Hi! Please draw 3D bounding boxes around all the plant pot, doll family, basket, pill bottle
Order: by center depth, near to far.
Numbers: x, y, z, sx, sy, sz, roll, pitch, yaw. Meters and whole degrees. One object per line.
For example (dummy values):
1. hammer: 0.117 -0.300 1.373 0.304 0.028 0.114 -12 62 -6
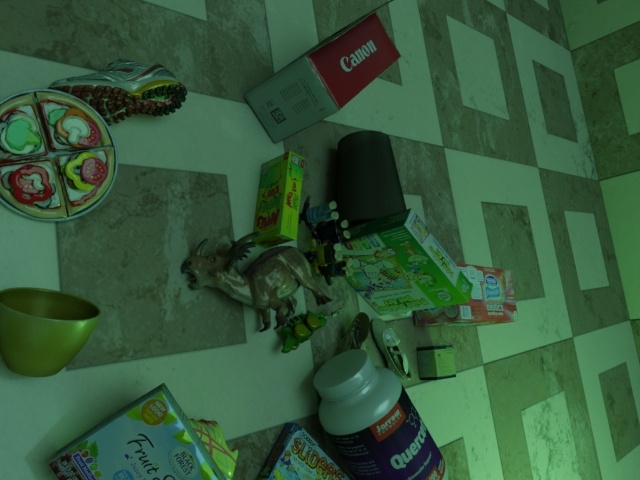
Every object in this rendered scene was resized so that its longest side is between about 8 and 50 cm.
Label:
1. plant pot: -0.384 0.131 0.767 0.134 0.134 0.095 11 97 -42
2. pill bottle: 0.117 0.388 1.134 0.181 0.182 0.322 -43 109 -43
3. doll family: 0.000 0.000 1.188 0.076 0.111 0.192 6 79 -46
4. basket: 0.112 -0.130 1.309 0.204 0.154 0.226 9 68 -41

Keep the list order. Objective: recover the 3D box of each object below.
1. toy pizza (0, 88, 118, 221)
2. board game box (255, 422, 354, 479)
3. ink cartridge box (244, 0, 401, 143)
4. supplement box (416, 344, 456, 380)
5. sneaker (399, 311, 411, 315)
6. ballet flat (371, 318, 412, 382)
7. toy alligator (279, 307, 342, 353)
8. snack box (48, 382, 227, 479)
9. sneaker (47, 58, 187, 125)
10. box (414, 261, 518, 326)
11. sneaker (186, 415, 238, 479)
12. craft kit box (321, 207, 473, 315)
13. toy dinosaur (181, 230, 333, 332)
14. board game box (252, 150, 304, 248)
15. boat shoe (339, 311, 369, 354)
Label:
1. toy pizza: -0.404 -0.129 0.842 0.201 0.032 0.201 -2 94 -38
2. board game box: -0.026 0.469 1.074 0.201 0.035 0.136 51 49 -22
3. ink cartridge box: 0.035 -0.373 1.210 0.130 0.272 0.309 56 47 -17
4. supplement box: 0.297 0.312 1.423 0.083 0.056 0.083 6 74 -44
5. sneaker: 0.201 0.106 1.398 0.071 0.068 0.169 17 66 -66
6. ballet flat: 0.174 0.257 1.321 0.057 0.052 0.168 -29 99 -45
7. toy alligator: -0.028 0.170 1.148 0.051 0.056 0.190 44 43 15
8. snack box: -0.247 0.341 0.796 0.175 0.070 0.207 -31 94 -13
9. sneaker: -0.348 -0.256 0.948 0.225 0.088 0.092 -17 61 -40
10. box: 0.391 0.151 1.501 0.300 0.142 0.154 7 73 -44
11. sneaker: -0.211 0.323 0.913 0.208 0.082 0.094 57 36 -22
12. craft kit box: 0.163 0.059 1.228 0.246 0.250 0.061 44 51 -25
13. toy dinosaur: -0.095 0.061 1.070 0.296 0.127 0.200 -19 85 -51
14. board game box: -0.086 -0.082 1.134 0.043 0.092 0.181 23 63 -39
15. boat shoe: 0.069 0.221 1.233 0.050 0.045 0.135 37 58 -22
